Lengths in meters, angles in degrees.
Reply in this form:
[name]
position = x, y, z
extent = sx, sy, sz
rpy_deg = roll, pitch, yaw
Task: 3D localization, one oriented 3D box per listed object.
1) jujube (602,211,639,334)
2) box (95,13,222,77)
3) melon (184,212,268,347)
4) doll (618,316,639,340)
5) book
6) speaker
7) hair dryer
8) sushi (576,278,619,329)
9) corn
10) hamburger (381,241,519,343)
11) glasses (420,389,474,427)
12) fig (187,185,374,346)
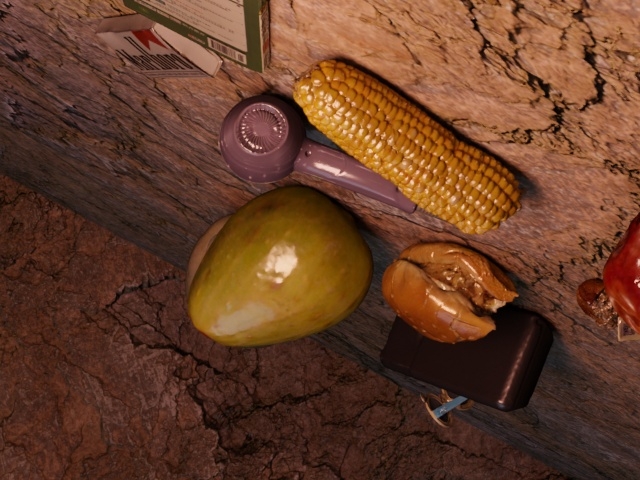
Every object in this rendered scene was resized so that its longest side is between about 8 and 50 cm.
[jujube]
position = 0.417, 0.053, 1.077
extent = 0.243, 0.183, 0.183
rpy_deg = 34, 169, 10
[box]
position = -0.224, -0.264, 1.460
extent = 0.115, 0.036, 0.177
rpy_deg = 37, 166, -34
[melon]
position = -0.144, 0.085, 2.180
extent = 0.268, 0.268, 0.330
rpy_deg = 26, 156, 11
[doll]
position = 0.480, 0.114, 1.310
extent = 0.221, 0.105, 0.115
rpy_deg = 20, 129, 36
[book]
position = -0.151, -0.288, 1.219
extent = 0.202, 0.027, 0.264
rpy_deg = 28, 169, 4
[speaker]
position = 0.284, 0.209, 2.005
extent = 0.184, 0.180, 0.388
rpy_deg = 28, 171, -37
[hair dryer]
position = 0.032, -0.088, 1.511
extent = 0.361, 0.121, 0.301
rpy_deg = 22, 176, 0
[sushi]
position = 0.407, 0.091, 1.518
extent = 0.055, 0.052, 0.120
rpy_deg = 37, 175, 42
[corn]
position = 0.099, -0.111, 1.248
extent = 0.313, 0.102, 0.102
rpy_deg = 34, 167, -15
[hamburger]
position = 0.182, 0.079, 1.735
extent = 0.156, 0.144, 0.283
rpy_deg = 33, 169, -19
[glasses]
position = 0.332, 0.305, 2.138
extent = 0.220, 0.088, 0.189
rpy_deg = -15, -175, 32
[fig]
position = -0.078, 0.056, 1.814
extent = 0.258, 0.326, 0.258
rpy_deg = 58, 178, 3
